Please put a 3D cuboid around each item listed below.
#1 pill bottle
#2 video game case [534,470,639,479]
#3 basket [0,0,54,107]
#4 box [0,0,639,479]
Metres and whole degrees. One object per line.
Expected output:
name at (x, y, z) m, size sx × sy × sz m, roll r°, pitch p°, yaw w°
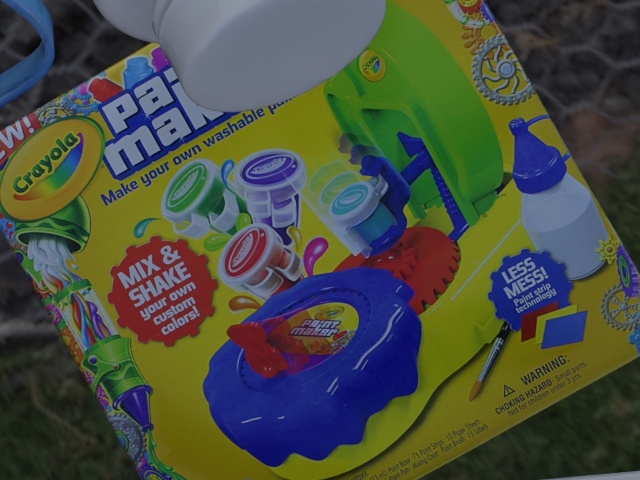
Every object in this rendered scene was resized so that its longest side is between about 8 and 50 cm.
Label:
pill bottle at (-0.056, -0.160, 0.712) m, size 0.117 × 0.215 × 0.117 m, roll -22°, pitch 158°, yaw -10°
video game case at (0.056, 0.102, 0.622) m, size 0.119 × 0.166 × 0.015 m, roll 32°, pitch 53°, yaw -59°
basket at (-0.317, -0.097, 0.944) m, size 0.289 × 0.201 × 0.255 m, roll -37°, pitch 126°, yaw 19°
box at (0.000, 0.000, 1.049) m, size 0.290 × 0.177 × 0.279 m, roll -30°, pitch 90°, yaw 4°
